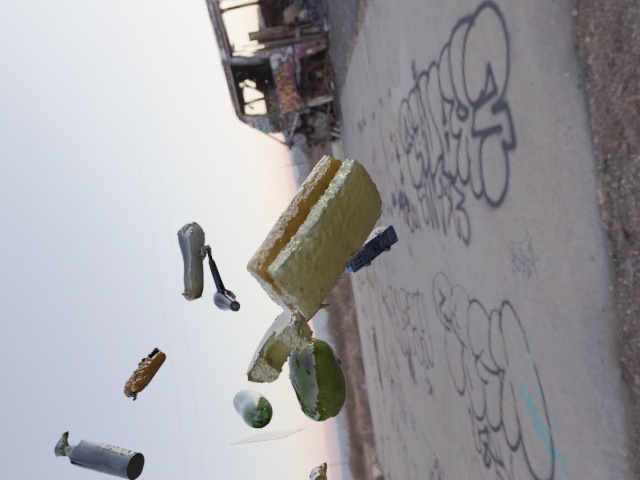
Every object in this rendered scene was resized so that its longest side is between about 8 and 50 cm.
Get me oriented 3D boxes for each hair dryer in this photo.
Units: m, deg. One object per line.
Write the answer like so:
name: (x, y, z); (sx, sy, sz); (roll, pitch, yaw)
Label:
hair dryer: (-0.321, 0.123, 1.823); (0.195, 0.075, 0.219); (7, 116, 66)

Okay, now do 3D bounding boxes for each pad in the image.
pad: (-0.160, 0.614, 1.808); (0.266, 0.176, 0.002); (36, -136, -71)

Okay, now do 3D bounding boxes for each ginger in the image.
ginger: (-0.021, 0.742, 1.665); (0.294, 0.086, 0.131); (-38, -38, -81)

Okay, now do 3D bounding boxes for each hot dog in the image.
hot dog: (-0.493, 0.370, 1.606); (0.055, 0.072, 0.188); (49, -152, -12)

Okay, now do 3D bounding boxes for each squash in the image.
squash: (-0.222, 0.562, 1.925); (0.395, 0.107, 0.107); (154, 106, -72)

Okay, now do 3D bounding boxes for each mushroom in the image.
mushroom: (-0.411, 0.062, 1.846); (0.096, 0.099, 0.278); (-37, 51, 41)

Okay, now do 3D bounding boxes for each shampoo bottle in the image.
shampoo bottle: (-0.469, 0.451, 1.207); (0.057, 0.207, 0.064); (70, -149, -48)

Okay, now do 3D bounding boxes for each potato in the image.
potato: (-0.009, 0.405, 1.683); (0.186, 0.148, 0.254); (-145, 48, -60)

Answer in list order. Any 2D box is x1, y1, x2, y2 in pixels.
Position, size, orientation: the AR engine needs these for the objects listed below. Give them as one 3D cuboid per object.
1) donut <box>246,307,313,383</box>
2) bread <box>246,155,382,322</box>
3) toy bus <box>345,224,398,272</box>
donut: (-0.070, 0.193, 1.080); (0.166, 0.065, 0.108); (-52, 11, 27)
bread: (0.000, 0.000, 1.416); (0.375, 0.165, 0.237); (-55, -42, -22)
toy bus: (0.164, 0.025, 2.009); (0.094, 0.236, 0.079); (6, 123, 50)
